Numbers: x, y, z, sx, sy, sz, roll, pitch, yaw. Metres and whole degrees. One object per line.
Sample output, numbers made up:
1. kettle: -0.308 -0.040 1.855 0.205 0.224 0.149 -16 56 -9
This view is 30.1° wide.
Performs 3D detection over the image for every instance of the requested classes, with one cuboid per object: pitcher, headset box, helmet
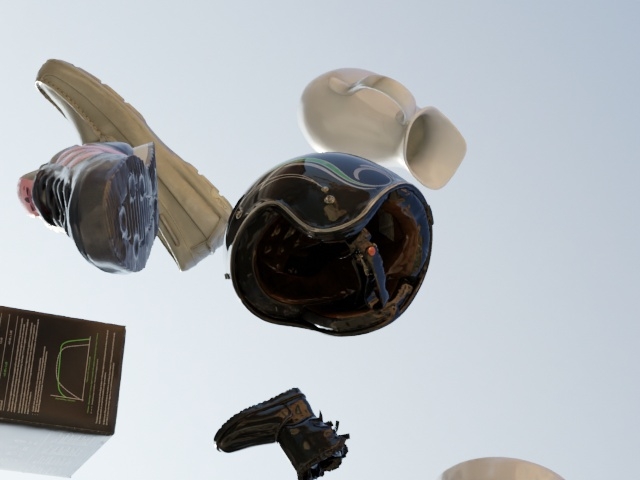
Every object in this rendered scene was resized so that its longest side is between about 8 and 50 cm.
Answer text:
1. pitcher: 0.059 -0.159 1.475 0.207 0.177 0.125 25 -111 41
2. headset box: -0.392 0.170 1.356 0.246 0.283 0.131 134 -38 -59
3. helmet: 0.000 0.000 1.060 0.162 0.169 0.169 9 -81 36

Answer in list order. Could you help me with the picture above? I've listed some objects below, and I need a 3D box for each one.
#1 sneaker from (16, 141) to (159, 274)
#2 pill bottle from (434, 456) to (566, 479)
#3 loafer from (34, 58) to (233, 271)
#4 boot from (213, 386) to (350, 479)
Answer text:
1. sneaker: -0.222 -0.031 1.100 0.131 0.319 0.112 -2 -83 -3
2. pill bottle: 0.173 0.409 1.167 0.210 0.363 0.210 6 -48 7
3. loafer: -0.247 -0.096 1.490 0.319 0.112 0.111 43 -103 3
4. boot: -0.038 0.213 1.241 0.099 0.121 0.045 47 -28 37
